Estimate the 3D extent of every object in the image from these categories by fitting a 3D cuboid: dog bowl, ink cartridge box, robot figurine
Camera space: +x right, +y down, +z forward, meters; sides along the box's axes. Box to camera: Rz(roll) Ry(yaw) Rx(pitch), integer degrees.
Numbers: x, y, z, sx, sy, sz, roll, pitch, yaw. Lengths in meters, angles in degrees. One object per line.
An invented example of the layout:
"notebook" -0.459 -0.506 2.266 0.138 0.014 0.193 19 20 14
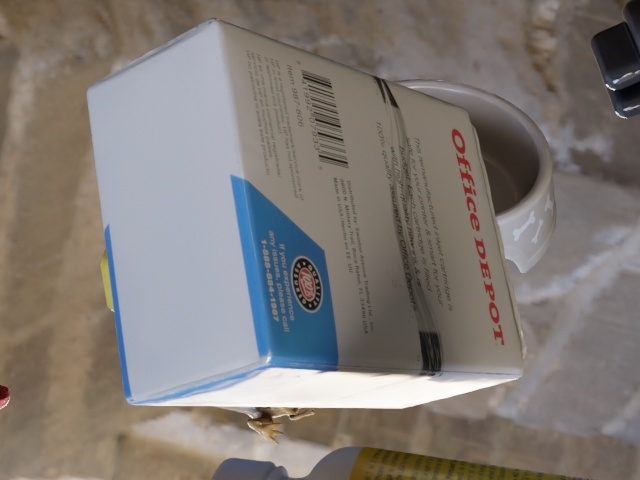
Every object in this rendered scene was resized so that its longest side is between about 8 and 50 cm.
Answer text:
"dog bowl" 0.148 -0.085 1.722 0.102 0.348 0.349 94 -175 -45
"ink cartridge box" 0.000 0.000 1.180 0.166 0.395 0.286 -21 71 34
"robot figurine" 0.500 -0.263 1.692 0.209 0.278 0.174 -6 -105 -76

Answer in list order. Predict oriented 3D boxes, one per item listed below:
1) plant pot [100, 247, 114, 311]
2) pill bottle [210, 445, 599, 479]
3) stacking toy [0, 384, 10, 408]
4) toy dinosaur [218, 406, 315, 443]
"plant pot" -0.184 0.027 1.761 0.212 0.187 0.212 99 -174 -62
"pill bottle" 0.083 0.249 0.925 0.188 0.333 0.188 7 -90 -79
"stacking toy" -0.403 0.140 1.052 0.309 0.130 0.280 -54 -31 -41
"toy dinosaur" -0.079 0.207 1.621 0.112 0.211 0.064 -156 70 -69
